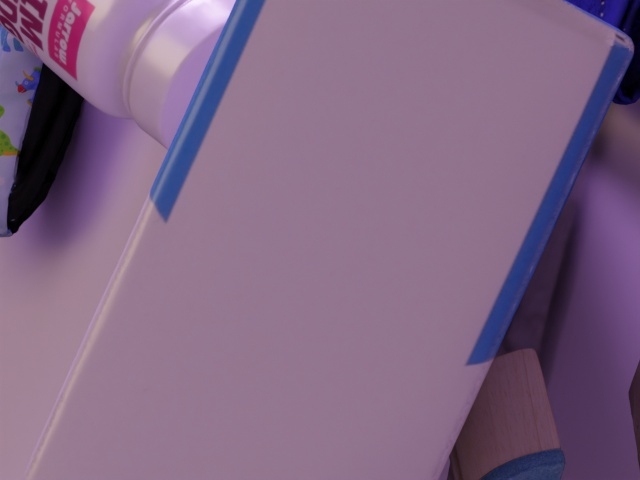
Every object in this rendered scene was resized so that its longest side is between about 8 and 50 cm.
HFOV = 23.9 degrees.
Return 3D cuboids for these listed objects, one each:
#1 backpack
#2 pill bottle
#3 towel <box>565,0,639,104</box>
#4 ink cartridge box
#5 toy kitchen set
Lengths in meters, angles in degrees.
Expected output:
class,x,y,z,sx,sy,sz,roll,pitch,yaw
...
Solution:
class,x,y,z,sx,sy,sz,roll,pitch,yaw
backpack,-0.331,-0.176,1.477,0.290,0.273,0.355,144,124,-72
pill bottle,-0.169,-0.201,1.241,0.283,0.160,0.160,40,107,26
towel,0.143,-0.244,0.929,0.308,0.076,0.227,-131,43,-51
ink cartridge box,0.000,0.000,0.810,0.395,0.166,0.285,-102,36,-86
toy kitchen set,0.148,0.158,0.756,0.207,0.166,0.122,92,171,-51
